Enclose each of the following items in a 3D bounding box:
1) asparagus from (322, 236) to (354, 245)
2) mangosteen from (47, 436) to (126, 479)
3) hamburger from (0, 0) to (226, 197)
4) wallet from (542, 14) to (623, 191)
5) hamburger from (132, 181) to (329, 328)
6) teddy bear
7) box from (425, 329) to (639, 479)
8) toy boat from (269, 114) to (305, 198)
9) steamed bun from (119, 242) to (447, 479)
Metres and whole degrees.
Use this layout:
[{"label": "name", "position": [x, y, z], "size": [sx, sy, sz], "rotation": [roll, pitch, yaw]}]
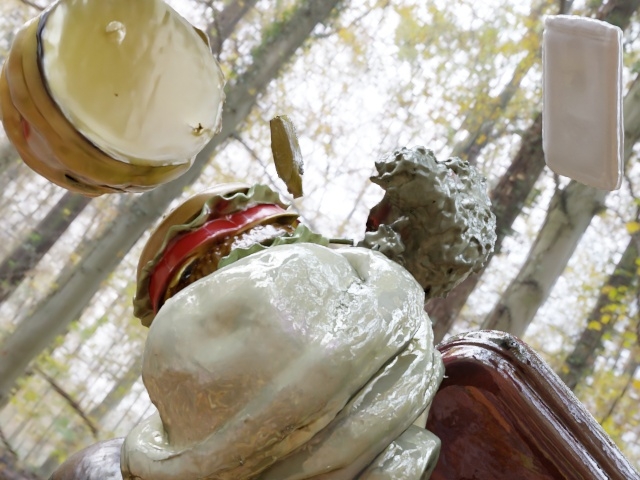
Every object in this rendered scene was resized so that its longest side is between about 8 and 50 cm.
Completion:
[{"label": "asparagus", "position": [0.000, 0.000, 1.527], "size": [0.114, 0.014, 0.015], "rotation": [1, 2, 1]}, {"label": "mangosteen", "position": [-0.212, 0.356, 1.067], "size": [0.231, 0.231, 0.289], "rotation": [27, -15, 20]}, {"label": "hamburger", "position": [-0.287, -0.176, 1.188], "size": [0.276, 0.276, 0.237], "rotation": [43, -39, -20]}, {"label": "wallet", "position": [0.282, -0.149, 0.978], "size": [0.124, 0.032, 0.183], "rotation": [-144, -137, -61]}, {"label": "hamburger", "position": [-0.129, 0.047, 1.261], "size": [0.212, 0.274, 0.274], "rotation": [46, -16, 25]}, {"label": "teddy bear", "position": [0.115, 0.024, 1.503], "size": [0.224, 0.367, 0.357], "rotation": [59, 21, 11]}, {"label": "box", "position": [0.258, 0.300, 1.131], "size": [0.404, 0.108, 0.263], "rotation": [51, -48, 8]}, {"label": "toy boat", "position": [-0.052, -0.143, 1.533], "size": [0.047, 0.149, 0.049], "rotation": [-19, -16, 28]}, {"label": "steamed bun", "position": [-0.012, 0.185, 0.900], "size": [0.339, 0.352, 0.247], "rotation": [5, 35, -46]}]
